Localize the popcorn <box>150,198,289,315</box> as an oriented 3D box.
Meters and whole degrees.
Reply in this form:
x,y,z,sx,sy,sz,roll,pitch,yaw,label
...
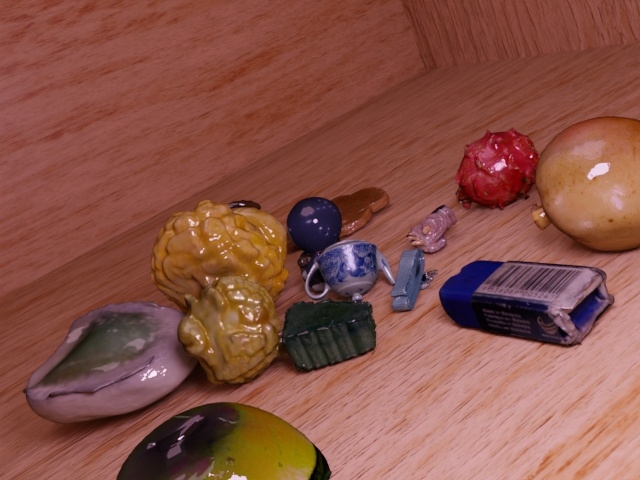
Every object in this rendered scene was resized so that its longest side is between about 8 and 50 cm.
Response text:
x,y,z,sx,sy,sz,roll,pitch,yaw,label
-0.245,0.033,1.992,0.349,0.349,0.382,-12,40,29,popcorn

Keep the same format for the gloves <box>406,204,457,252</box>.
x,y,z,sx,sy,sz,roll,pitch,yaw,label
0.295,-0.025,2.040,0.144,0.094,0.110,-45,12,-2,gloves

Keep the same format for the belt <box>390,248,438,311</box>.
x,y,z,sx,sy,sz,roll,pitch,yaw,label
0.213,0.104,1.841,0.065,0.100,0.179,-10,38,33,belt

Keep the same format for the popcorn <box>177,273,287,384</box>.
x,y,z,sx,sy,sz,roll,pitch,yaw,label
-0.192,0.205,1.764,0.254,0.256,0.195,8,15,4,popcorn

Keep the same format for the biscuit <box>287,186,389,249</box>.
x,y,z,sx,sy,sz,roll,pitch,yaw,label
0.047,-0.063,2.497,0.376,0.051,0.269,-27,21,-8,biscuit

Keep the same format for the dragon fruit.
x,y,z,sx,sy,sz,roll,pitch,yaw,label
0.464,-0.185,2.119,0.268,0.205,0.210,-38,-28,32,dragon fruit

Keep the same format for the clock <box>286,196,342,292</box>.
x,y,z,sx,sy,sz,roll,pitch,yaw,label
0.000,0.000,2.088,0.146,0.243,0.199,-11,20,26,clock

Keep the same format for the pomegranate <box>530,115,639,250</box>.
x,y,z,sx,sy,sz,roll,pitch,yaw,label
0.590,-0.116,1.652,0.319,0.319,0.319,-21,19,7,pomegranate

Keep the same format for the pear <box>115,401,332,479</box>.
x,y,z,sx,sy,sz,roll,pitch,yaw,label
-0.199,0.402,1.344,0.398,0.165,0.399,-21,19,7,pear

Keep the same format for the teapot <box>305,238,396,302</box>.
x,y,z,sx,sy,sz,roll,pitch,yaw,label
0.073,0.086,1.950,0.232,0.159,0.159,-13,19,1,teapot

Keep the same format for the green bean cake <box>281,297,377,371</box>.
x,y,z,sx,sy,sz,roll,pitch,yaw,label
0.026,0.193,1.746,0.208,0.107,0.193,-19,16,11,green bean cake

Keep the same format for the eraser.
x,y,z,sx,sy,sz,roll,pitch,yaw,label
0.391,0.115,1.536,0.155,0.102,0.332,-36,21,-30,eraser

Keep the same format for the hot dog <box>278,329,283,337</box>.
x,y,z,sx,sy,sz,roll,pitch,yaw,label
-0.141,0.251,1.901,0.137,0.028,0.044,-23,-7,-5,hot dog

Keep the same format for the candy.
x,y,z,sx,sy,sz,roll,pitch,yaw,label
-0.481,0.303,1.914,0.426,0.186,0.386,-10,29,28,candy
